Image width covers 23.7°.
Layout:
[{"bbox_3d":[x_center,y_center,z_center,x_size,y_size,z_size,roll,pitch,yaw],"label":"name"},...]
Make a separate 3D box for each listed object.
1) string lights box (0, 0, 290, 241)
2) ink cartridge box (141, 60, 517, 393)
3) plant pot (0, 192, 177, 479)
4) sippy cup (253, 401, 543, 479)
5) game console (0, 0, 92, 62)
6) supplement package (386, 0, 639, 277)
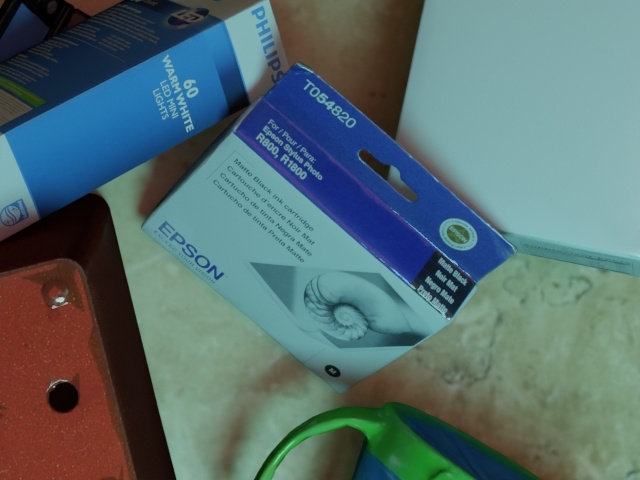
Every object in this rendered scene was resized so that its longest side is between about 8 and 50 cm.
[{"bbox_3d":[-0.166,-0.108,1.139,0.259,0.133,0.077,-31,122,-22],"label":"string lights box"},{"bbox_3d":[0.000,0.000,1.168,0.223,0.224,0.045,40,48,-8],"label":"ink cartridge box"},{"bbox_3d":[-0.245,0.116,1.099,0.267,0.236,0.267,-14,92,-12],"label":"plant pot"},{"bbox_3d":[0.091,0.279,1.186,0.305,0.240,0.224,34,94,34],"label":"sippy cup"},{"bbox_3d":[-0.214,-0.131,1.195,0.071,0.107,0.122,26,82,20],"label":"game console"},{"bbox_3d":[0.181,-0.123,1.206,0.204,0.145,0.262,11,86,13],"label":"supplement package"}]
